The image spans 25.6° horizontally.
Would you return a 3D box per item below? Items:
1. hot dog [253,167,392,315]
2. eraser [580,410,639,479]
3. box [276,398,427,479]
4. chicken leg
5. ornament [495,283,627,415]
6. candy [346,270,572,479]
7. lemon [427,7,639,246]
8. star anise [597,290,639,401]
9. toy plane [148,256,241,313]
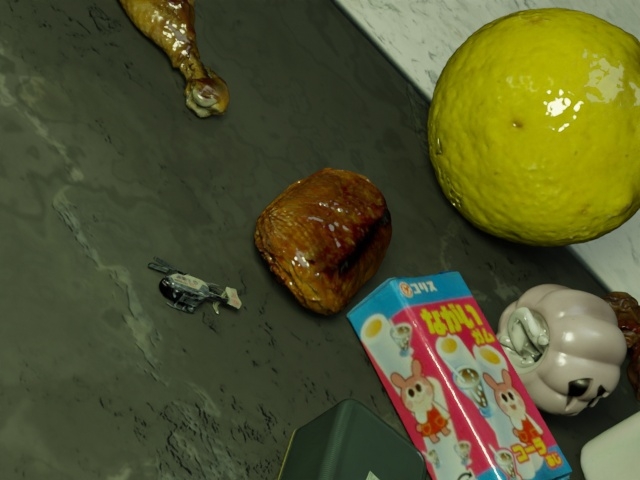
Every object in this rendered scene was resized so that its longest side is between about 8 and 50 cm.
[{"bbox_3d":[0.003,0.001,1.730,0.160,0.099,0.227,50,35,0],"label":"hot dog"},{"bbox_3d":[0.503,0.361,1.923,0.331,0.150,0.331,31,40,-30],"label":"eraser"},{"bbox_3d":[0.033,0.278,1.504,0.144,0.090,0.201,41,34,-15],"label":"box"},{"bbox_3d":[-0.188,-0.268,1.797,0.107,0.087,0.251,-19,79,-33],"label":"chicken leg"},{"bbox_3d":[0.314,0.145,1.890,0.177,0.177,0.177,30,38,-27],"label":"ornament"},{"bbox_3d":[0.170,0.190,1.744,0.157,0.100,0.306,-7,64,-51],"label":"candy"},{"bbox_3d":[0.340,-0.164,2.038,0.350,0.387,0.350,15,70,-50],"label":"lemon"},{"bbox_3d":[0.509,0.150,2.181,0.212,0.111,0.196,17,52,-49],"label":"star anise"},{"bbox_3d":[-0.138,0.056,1.575,0.121,0.031,0.049,22,34,-32],"label":"toy plane"}]
